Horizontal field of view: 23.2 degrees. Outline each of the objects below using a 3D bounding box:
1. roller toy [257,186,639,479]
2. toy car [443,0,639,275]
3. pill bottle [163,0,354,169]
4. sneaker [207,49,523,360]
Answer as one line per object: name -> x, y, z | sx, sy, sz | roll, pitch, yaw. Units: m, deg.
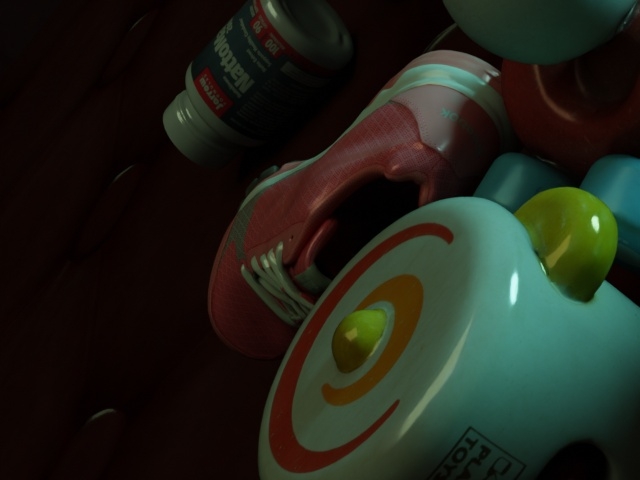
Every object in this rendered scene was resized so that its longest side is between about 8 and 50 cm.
roller toy -> 0.067, 0.081, 0.785 | 0.209, 0.146, 0.191 | -26, 35, 50
toy car -> 0.130, -0.134, 0.848 | 0.219, 0.238, 0.210 | -58, 21, -9
pill bottle -> -0.064, -0.152, 1.470 | 0.180, 0.108, 0.108 | -43, 24, 29
sneaker -> 0.000, -0.001, 1.028 | 0.314, 0.116, 0.136 | -45, 5, 41
